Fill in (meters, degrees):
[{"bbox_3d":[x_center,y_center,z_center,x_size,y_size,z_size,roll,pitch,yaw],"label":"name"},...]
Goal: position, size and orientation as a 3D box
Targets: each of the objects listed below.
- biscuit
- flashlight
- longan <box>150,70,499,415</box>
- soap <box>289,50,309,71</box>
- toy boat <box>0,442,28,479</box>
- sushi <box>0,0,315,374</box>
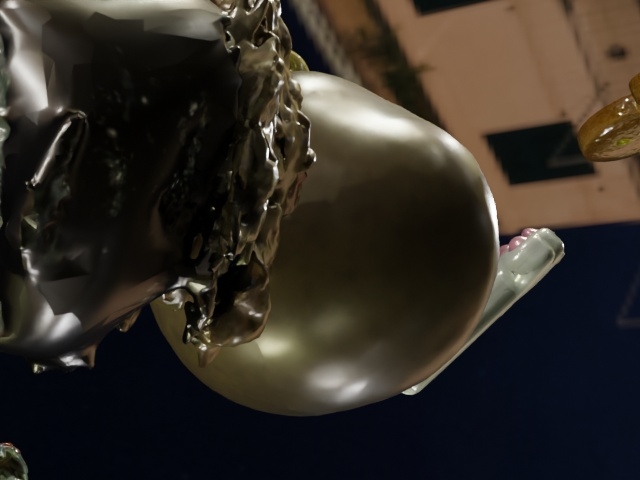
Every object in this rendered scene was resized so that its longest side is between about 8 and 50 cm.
[{"bbox_3d":[0.366,-0.141,1.711,0.180,0.236,0.039,-2,-114,-42],"label":"biscuit"},{"bbox_3d":[0.134,0.060,1.479,0.200,0.093,0.047,-40,-98,-16],"label":"flashlight"},{"bbox_3d":[0.000,0.000,1.129,0.248,0.248,0.248,9,-102,-48],"label":"longan"},{"bbox_3d":[-0.068,-0.169,1.674,0.140,0.045,0.089,24,-126,-24],"label":"soap"},{"bbox_3d":[-0.217,0.173,1.172,0.038,0.038,0.083,-47,-40,-41],"label":"toy boat"},{"bbox_3d":[-0.094,-0.048,0.875,0.218,0.225,0.238,4,-56,-31],"label":"sushi"}]
